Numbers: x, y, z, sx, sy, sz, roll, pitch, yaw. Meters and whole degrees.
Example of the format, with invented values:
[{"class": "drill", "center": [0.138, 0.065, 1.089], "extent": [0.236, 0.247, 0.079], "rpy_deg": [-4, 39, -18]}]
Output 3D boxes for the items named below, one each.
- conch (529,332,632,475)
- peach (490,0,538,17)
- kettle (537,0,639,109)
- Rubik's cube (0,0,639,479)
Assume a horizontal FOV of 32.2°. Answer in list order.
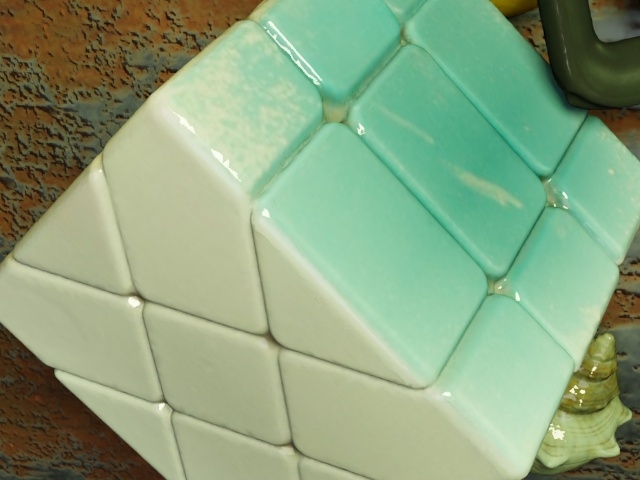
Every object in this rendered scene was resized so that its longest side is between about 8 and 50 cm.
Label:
[{"class": "conch", "center": [0.194, 0.159, 1.016], "extent": [0.234, 0.114, 0.137], "rpy_deg": [-39, 86, 33]}, {"class": "peach", "center": [0.133, -0.255, 0.838], "extent": [0.179, 0.103, 0.179], "rpy_deg": [8, 121, 13]}, {"class": "kettle", "center": [0.279, -0.253, 0.721], "extent": [0.203, 0.262, 0.308], "rpy_deg": [17, 127, 47]}, {"class": "Rubik's cube", "center": [0.000, 0.000, 0.830], "extent": [0.322, 0.316, 0.319], "rpy_deg": [46, 138, -8]}]
